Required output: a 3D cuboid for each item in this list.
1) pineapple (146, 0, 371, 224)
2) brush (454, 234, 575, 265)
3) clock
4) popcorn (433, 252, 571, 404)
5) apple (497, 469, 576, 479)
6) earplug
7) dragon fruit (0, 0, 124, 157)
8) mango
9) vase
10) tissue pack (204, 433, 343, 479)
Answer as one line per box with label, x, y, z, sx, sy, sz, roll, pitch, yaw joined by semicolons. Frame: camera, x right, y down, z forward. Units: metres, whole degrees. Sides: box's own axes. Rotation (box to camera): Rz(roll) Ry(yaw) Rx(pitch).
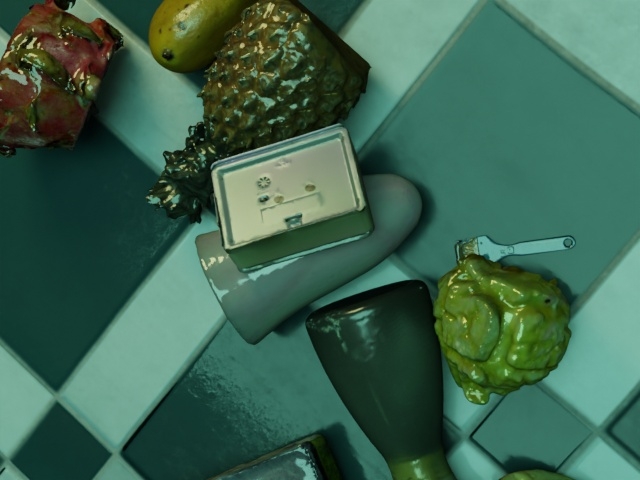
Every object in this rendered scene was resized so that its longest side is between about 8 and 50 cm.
pineapple;-0.101;-0.165;1.615;0.202;0.202;0.362;46;108;10
brush;0.267;0.012;1.608;0.164;0.014;0.051;-9;89;13
clock;-0.038;-0.056;1.527;0.192;0.071;0.146;-17;56;7
popcorn;0.242;0.107;1.538;0.186;0.187;0.167;-5;128;4
apple;0.293;0.392;1.521;0.195;0.173;0.160;18;92;17
earplug;0.000;0.000;1.612;0.301;0.172;0.172;-28;84;6
dragon fruit;-0.366;-0.234;1.675;0.147;0.211;0.282;23;78;1
mango;-0.153;-0.330;1.653;0.109;0.147;0.227;42;78;-8
vase;0.105;0.227;1.582;0.173;0.173;0.321;-17;92;14
tissue pack;-0.053;0.503;1.634;0.288;0.124;0.394;-24;84;14
